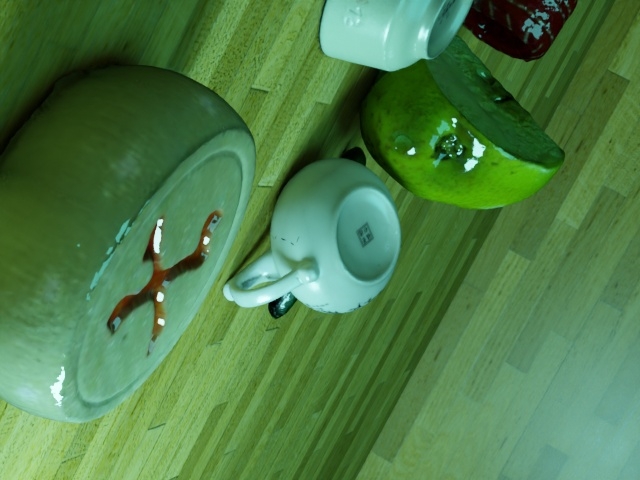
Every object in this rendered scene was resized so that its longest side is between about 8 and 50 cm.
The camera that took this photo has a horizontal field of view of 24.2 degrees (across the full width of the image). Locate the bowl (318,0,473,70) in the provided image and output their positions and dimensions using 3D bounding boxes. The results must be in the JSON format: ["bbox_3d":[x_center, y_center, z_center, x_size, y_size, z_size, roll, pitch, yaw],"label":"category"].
[{"bbox_3d":[0.109,-0.305,1.829,0.237,0.126,0.237,-52,164,-22],"label":"bowl"}]

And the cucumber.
[{"bbox_3d":[-0.003,-0.007,2.173,0.284,0.056,0.056,-63,166,7],"label":"cucumber"}]

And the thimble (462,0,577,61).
[{"bbox_3d":[0.300,-0.363,2.283,0.125,0.163,0.189,-57,165,-4],"label":"thimble"}]

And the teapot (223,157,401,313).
[{"bbox_3d":[0.000,0.000,2.017,0.300,0.166,0.208,-32,123,-31],"label":"teapot"}]

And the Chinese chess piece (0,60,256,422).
[{"bbox_3d":[-0.195,0.001,1.358,0.338,0.141,0.338,-54,165,-22],"label":"Chinese chess piece"}]

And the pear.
[{"bbox_3d":[0.174,-0.144,2.120,0.176,0.286,0.282,-45,173,24],"label":"pear"}]
